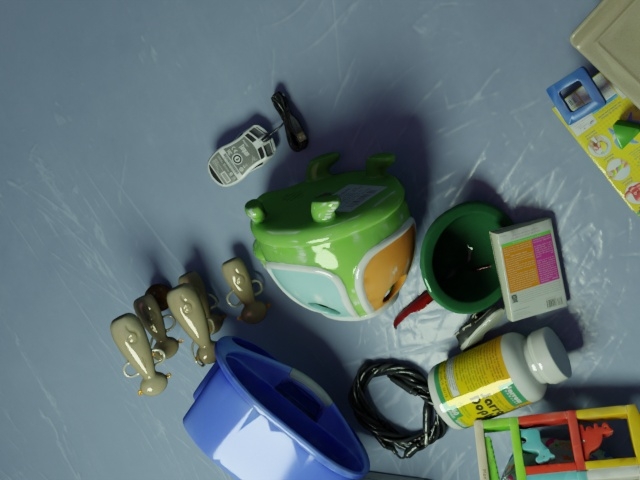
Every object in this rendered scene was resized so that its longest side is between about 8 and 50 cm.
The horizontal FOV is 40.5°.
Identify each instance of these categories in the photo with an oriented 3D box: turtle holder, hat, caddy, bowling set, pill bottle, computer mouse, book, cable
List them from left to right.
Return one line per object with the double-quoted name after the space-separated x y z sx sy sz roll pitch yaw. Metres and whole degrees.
-0.245 0.147 1.599 0.287 0.200 0.154 -27 101 -15 "bowling set"
-0.114 -0.164 1.498 0.193 0.042 0.106 -31 96 22 "computer mouse"
-0.067 0.305 1.483 0.341 0.241 0.179 40 99 -8 "caddy"
0.000 0.007 1.388 0.321 0.243 0.227 -10 113 22 "turtle holder"
0.134 0.289 1.521 0.151 0.047 0.184 -37 88 27 "cable"
0.196 0.030 1.429 0.209 0.183 0.173 -37 104 -15 "hat"
0.288 0.217 1.394 0.208 0.117 0.117 -29 93 27 "pill bottle"
0.326 0.045 1.353 0.096 0.035 0.144 -14 100 -8 "book"

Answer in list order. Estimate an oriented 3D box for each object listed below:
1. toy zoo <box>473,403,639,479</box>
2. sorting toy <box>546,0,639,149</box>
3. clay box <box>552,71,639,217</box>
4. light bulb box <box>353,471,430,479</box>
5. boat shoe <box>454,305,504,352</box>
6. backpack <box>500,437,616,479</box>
0.388 0.351 1.307 0.294 0.030 0.192 -9 59 11 "toy zoo"
0.463 -0.270 1.148 0.196 0.047 0.347 45 125 7 "sorting toy"
0.455 -0.145 1.250 0.127 0.053 0.222 -38 89 27 "clay box"
0.055 0.640 1.483 0.225 0.361 0.357 0 106 23 "light bulb box"
0.255 0.136 1.409 0.038 0.046 0.125 61 150 25 "boat shoe"
0.384 0.455 1.394 0.225 0.191 0.253 10 104 21 "backpack"
